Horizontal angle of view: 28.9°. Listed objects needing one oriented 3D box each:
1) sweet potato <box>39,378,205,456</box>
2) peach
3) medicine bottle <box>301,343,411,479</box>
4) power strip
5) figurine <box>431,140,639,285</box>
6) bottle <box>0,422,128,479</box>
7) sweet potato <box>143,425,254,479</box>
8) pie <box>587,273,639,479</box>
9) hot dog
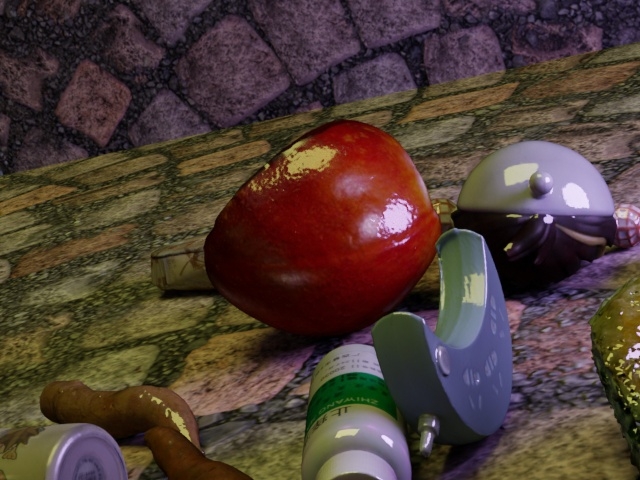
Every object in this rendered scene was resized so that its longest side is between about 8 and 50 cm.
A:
[{"bbox_3d":[-0.211,0.185,1.338,0.281,0.059,0.067,-2,28,43],"label":"sweet potato"},{"bbox_3d":[0.000,0.000,1.466,0.275,0.248,0.245,-27,40,-12],"label":"peach"},{"bbox_3d":[0.032,0.174,1.075,0.095,0.095,0.260,-14,15,4],"label":"medicine bottle"},{"bbox_3d":[0.117,0.102,1.111,0.054,0.167,0.253,-15,17,26],"label":"power strip"},{"bbox_3d":[0.264,-0.049,1.544,0.281,0.167,0.370,2,12,7],"label":"figurine"},{"bbox_3d":[-0.310,0.234,1.146,0.253,0.120,0.120,-9,16,27],"label":"bottle"},{"bbox_3d":[-0.103,0.220,1.112,0.057,0.057,0.264,-22,16,-26],"label":"sweet potato"},{"bbox_3d":[0.364,0.088,0.964,0.288,0.103,0.354,-14,28,7],"label":"pie"},{"bbox_3d":[-0.127,0.023,1.826,0.268,0.075,0.144,-10,10,30],"label":"hot dog"}]
